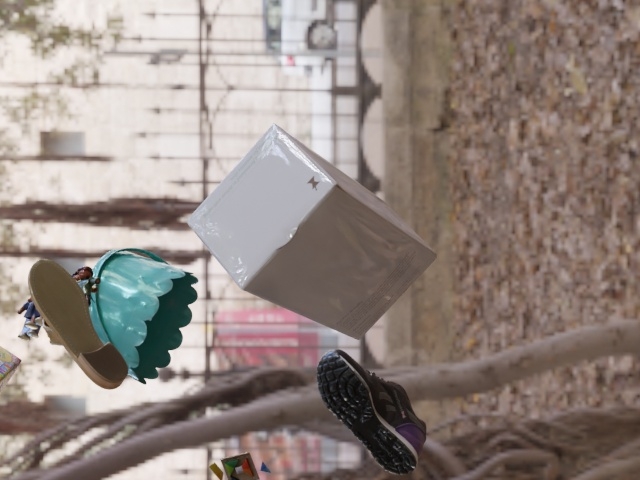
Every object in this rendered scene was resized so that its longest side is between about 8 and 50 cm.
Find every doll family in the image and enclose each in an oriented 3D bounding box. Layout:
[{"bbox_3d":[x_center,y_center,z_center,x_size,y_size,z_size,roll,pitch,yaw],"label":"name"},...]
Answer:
[{"bbox_3d":[-0.438,0.098,1.857,0.076,0.193,0.111,55,-149,-52],"label":"doll family"}]

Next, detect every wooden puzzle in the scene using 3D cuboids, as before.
[{"bbox_3d":[-0.171,0.484,2.347,0.078,0.116,0.014,63,-164,-17],"label":"wooden puzzle"}]

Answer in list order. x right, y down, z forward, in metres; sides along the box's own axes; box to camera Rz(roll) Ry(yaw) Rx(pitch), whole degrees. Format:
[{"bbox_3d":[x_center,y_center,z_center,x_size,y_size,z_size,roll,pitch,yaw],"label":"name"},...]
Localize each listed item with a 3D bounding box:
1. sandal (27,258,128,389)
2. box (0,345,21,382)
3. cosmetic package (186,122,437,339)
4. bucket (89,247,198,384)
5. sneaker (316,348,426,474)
[{"bbox_3d":[-0.384,0.143,1.687,0.240,0.088,0.079,51,127,20],"label":"sandal"},{"bbox_3d":[-0.649,0.205,1.710,0.177,0.279,0.290,-56,6,1],"label":"box"},{"bbox_3d":[0.000,0.000,1.632,0.155,0.197,0.365,48,-172,32],"label":"cosmetic package"},{"bbox_3d":[-0.409,0.158,2.444,0.281,0.183,0.281,21,-90,-79],"label":"bucket"},{"bbox_3d":[0.100,0.304,2.120,0.283,0.107,0.124,55,-141,-15],"label":"sneaker"}]
